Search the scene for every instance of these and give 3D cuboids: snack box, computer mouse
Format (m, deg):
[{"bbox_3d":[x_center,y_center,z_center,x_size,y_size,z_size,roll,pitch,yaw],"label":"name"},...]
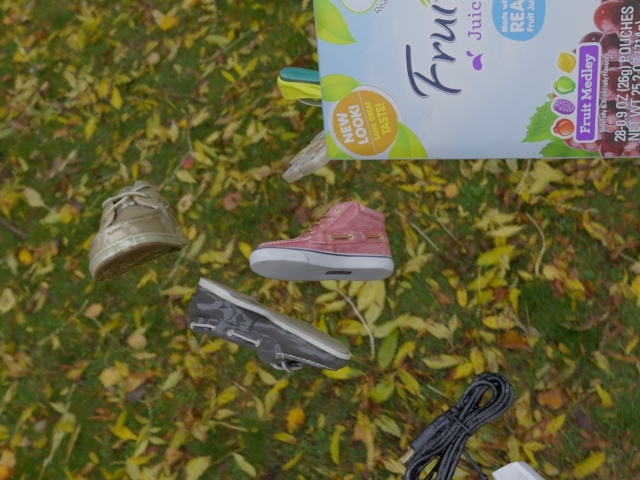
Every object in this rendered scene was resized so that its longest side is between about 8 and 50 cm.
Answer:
[{"bbox_3d":[0.084,-0.148,0.405,0.174,0.207,0.070,2,22,15],"label":"snack box"},{"bbox_3d":[0.144,0.196,0.563,0.106,0.042,0.193,-41,97,-16],"label":"computer mouse"}]

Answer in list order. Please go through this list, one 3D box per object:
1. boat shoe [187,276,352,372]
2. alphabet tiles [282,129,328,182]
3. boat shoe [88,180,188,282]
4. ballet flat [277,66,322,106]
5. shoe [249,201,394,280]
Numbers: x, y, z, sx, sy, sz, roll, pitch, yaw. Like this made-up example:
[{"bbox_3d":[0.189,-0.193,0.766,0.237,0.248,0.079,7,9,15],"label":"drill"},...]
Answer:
[{"bbox_3d":[-0.090,0.155,1.262,0.335,0.112,0.096,22,90,40],"label":"boat shoe"},{"bbox_3d":[0.057,-0.198,1.311,0.284,0.021,0.278,-46,13,-22],"label":"alphabet tiles"},{"bbox_3d":[-0.227,-0.017,0.964,0.109,0.302,0.098,-22,93,-1],"label":"boat shoe"},{"bbox_3d":[0.023,-0.314,1.660,0.230,0.077,0.077,7,39,12],"label":"ballet flat"},{"bbox_3d":[0.000,0.000,0.914,0.063,0.177,0.081,138,131,-57],"label":"shoe"}]
